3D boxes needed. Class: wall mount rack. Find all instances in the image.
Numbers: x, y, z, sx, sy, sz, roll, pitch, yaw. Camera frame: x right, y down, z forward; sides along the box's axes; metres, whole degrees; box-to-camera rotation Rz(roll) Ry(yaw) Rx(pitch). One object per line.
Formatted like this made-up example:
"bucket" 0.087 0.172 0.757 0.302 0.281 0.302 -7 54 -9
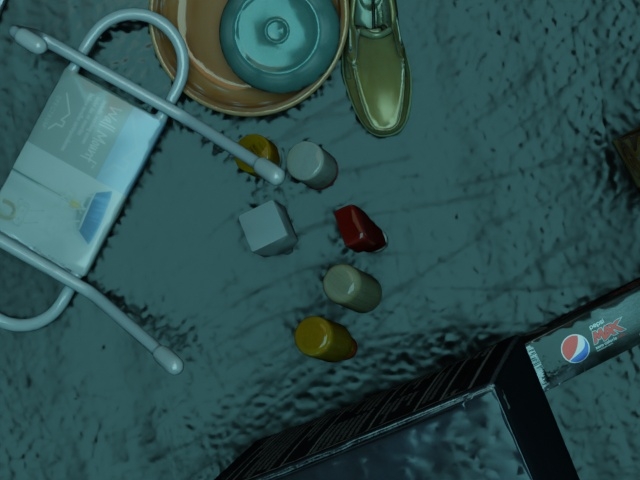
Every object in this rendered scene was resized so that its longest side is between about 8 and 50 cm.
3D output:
"wall mount rack" -0.205 -0.042 1.908 0.304 0.130 0.350 29 96 6

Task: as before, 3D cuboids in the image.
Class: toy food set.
"toy food set" 0.000 0.000 1.966 0.111 0.104 0.232 -27 73 12

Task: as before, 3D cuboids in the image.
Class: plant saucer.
"plant saucer" -0.041 -0.203 1.931 0.119 0.021 0.119 0 92 8
"plant saucer" -0.069 -0.222 1.964 0.200 0.037 0.200 0 93 7

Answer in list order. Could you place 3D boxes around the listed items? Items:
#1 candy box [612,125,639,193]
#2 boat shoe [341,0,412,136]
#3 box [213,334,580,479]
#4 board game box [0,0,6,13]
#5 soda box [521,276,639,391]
"candy box" 0.450 -0.139 1.913 0.316 0.183 0.087 -28 90 -1
"boat shoe" 0.052 -0.196 1.959 0.068 0.072 0.190 -10 91 -2
"box" 0.073 0.238 1.825 0.294 0.296 0.183 -24 91 12
"board game box" -0.361 -0.240 1.977 0.090 0.020 0.090 23 90 -1
"soda box" 0.274 0.090 1.973 0.169 0.060 0.053 -26 93 -1
